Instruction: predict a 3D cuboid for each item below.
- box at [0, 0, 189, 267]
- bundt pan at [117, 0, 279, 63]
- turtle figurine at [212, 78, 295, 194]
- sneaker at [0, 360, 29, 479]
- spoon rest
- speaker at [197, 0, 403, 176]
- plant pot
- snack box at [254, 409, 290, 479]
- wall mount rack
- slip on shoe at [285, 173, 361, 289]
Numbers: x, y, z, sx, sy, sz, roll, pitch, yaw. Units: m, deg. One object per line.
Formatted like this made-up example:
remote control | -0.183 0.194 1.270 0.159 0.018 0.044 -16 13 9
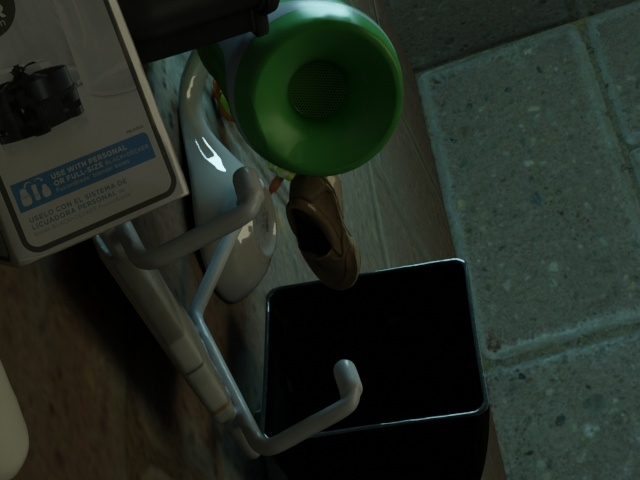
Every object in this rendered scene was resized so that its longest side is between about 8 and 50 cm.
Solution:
box | -0.177 -0.139 0.546 0.169 0.087 0.290 2 -65 62
bundt pan | -0.157 -0.248 0.700 0.331 0.124 0.331 56 -13 21
turtle figurine | -0.047 -0.190 1.209 0.087 0.217 0.269 19 49 -37
sneaker | -0.183 0.018 0.509 0.085 0.086 0.237 -89 160 -59
spoon rest | -0.091 -0.077 1.113 0.137 0.084 0.276 35 53 -69
speaker | -0.026 -0.144 0.910 0.296 0.131 0.131 -120 -173 -66
plant pot | 0.059 0.151 1.045 0.188 0.187 0.167 -90 168 -51
snack box | -0.014 0.212 1.110 0.141 0.037 0.100 34 38 -69
wall mount rack | -0.091 -0.013 0.873 0.304 0.130 0.350 56 -6 49
slip on shoe | 0.000 0.000 0.898 0.135 0.051 0.041 82 29 -51
